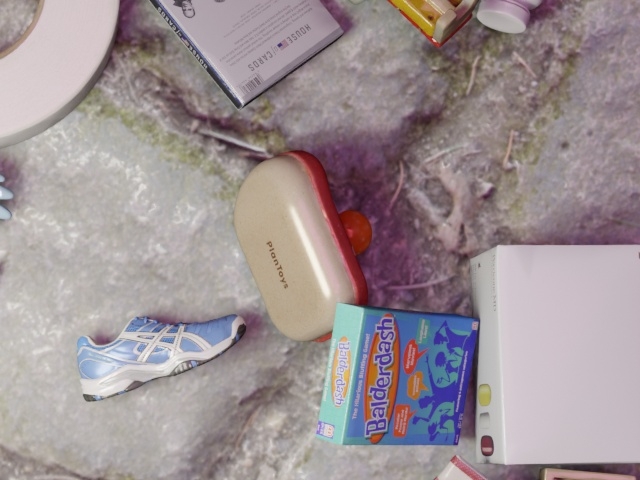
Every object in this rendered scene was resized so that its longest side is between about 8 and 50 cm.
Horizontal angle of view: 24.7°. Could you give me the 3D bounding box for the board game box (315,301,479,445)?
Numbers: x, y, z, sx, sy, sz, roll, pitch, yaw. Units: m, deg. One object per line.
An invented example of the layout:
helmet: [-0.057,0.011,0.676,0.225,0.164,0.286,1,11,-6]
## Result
board game box: [0.094,0.161,1.731,0.210,0.047,0.160,7,93,-44]

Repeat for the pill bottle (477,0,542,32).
pill bottle: [0.254,-0.352,1.875,0.087,0.087,0.160,19,79,-5]

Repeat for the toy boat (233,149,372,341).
toy boat: [0.000,0.000,1.781,0.151,0.151,0.231,-19,85,-41]

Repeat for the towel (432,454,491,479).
towel: [0.150,0.450,1.736,0.237,0.037,0.329,38,93,0]

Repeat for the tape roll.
tape roll: [-0.438,-0.300,1.777,0.392,0.072,0.392,1,82,-9]

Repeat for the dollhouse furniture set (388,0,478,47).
dollhouse furniture set: [0.073,-0.421,1.803,0.374,0.152,0.201,45,74,5]

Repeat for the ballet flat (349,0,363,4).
ballet flat: [0.118,-0.368,1.877,0.213,0.072,0.068,-29,115,-10]

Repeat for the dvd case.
dvd case: [-0.109,-0.304,1.827,0.179,0.029,0.238,-38,90,-24]

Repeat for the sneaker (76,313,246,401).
sneaker: [-0.192,0.124,1.749,0.211,0.080,0.081,-19,88,-11]

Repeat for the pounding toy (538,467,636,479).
pounding toy: [0.337,0.351,1.798,0.141,0.100,0.130,5,81,3]

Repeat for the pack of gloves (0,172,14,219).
pack of gloves: [-0.491,-0.022,1.749,0.232,0.046,0.195,19,98,-7]

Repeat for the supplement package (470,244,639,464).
supplement package: [0.298,0.141,1.785,0.204,0.145,0.262,0,82,-8]
